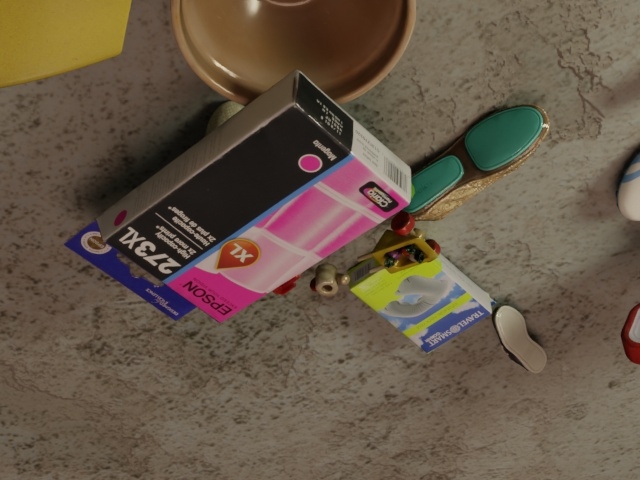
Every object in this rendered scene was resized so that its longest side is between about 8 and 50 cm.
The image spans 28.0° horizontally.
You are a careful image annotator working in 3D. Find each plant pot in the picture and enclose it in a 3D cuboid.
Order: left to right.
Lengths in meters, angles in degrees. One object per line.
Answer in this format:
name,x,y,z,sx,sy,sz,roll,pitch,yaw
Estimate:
plant pot,-0.274,-0.270,1.175,0.187,0.212,0.212,-1,133,-23
plant pot,-0.028,-0.251,1.262,0.237,0.109,0.237,-2,133,-2

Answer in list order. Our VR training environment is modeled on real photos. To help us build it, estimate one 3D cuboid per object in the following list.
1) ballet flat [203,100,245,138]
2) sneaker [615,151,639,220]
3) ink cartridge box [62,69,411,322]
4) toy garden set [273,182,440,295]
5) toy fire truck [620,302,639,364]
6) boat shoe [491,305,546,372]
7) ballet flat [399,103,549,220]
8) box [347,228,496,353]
ballet flat,-0.111,-0.080,1.447,0.057,0.052,0.168,9,130,-13
sneaker,0.440,-0.092,1.461,0.237,0.086,0.085,-36,123,25
ink cartridge box,-0.098,-0.020,1.368,0.371,0.069,0.176,-31,125,32
toy garden set,0.000,0.000,1.455,0.244,0.049,0.204,-25,132,24
toy fire truck,0.523,0.067,1.466,0.302,0.254,0.169,9,140,30
boat shoe,0.252,0.127,1.672,0.125,0.038,0.046,46,72,-36
ballet flat,0.180,-0.087,1.469,0.206,0.073,0.067,-30,154,24
box,0.131,0.070,1.610,0.109,0.042,0.178,-35,125,24
